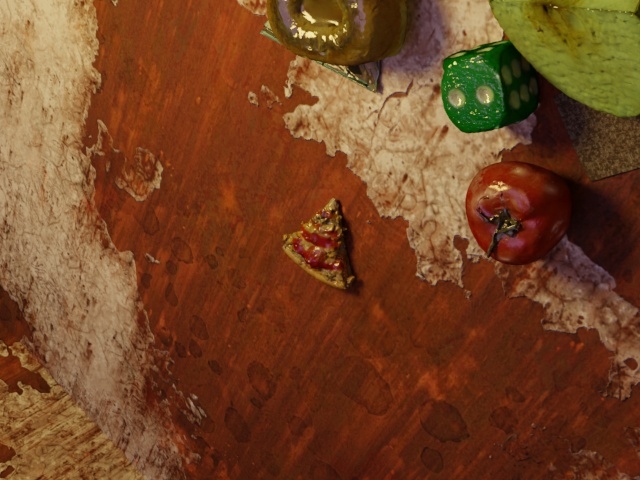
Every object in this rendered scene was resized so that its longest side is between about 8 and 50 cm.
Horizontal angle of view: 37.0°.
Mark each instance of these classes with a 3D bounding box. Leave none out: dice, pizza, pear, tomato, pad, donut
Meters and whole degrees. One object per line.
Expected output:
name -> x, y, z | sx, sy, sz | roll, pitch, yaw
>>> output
dice -> 0.276, -0.252, 1.556 | 0.120, 0.128, 0.131 | -6, 106, 41
pizza -> 0.000, 0.000, 1.986 | 0.188, 0.062, 0.199 | 29, 128, 24
pear -> 0.420, -0.295, 1.402 | 0.288, 0.139, 0.239 | 25, 153, 52
tomato -> 0.336, -0.047, 1.598 | 0.187, 0.151, 0.187 | 14, 114, 35
pad -> 0.490, -0.191, 1.489 | 0.235, 0.003, 0.158 | -18, 99, 45
donut -> 0.025, -0.414, 1.670 | 0.261, 0.128, 0.209 | 12, 120, 36

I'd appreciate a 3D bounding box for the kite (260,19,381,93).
kite -> 0.025, -0.440, 1.759 | 0.406, 0.014, 0.369 | -22, 96, 46
